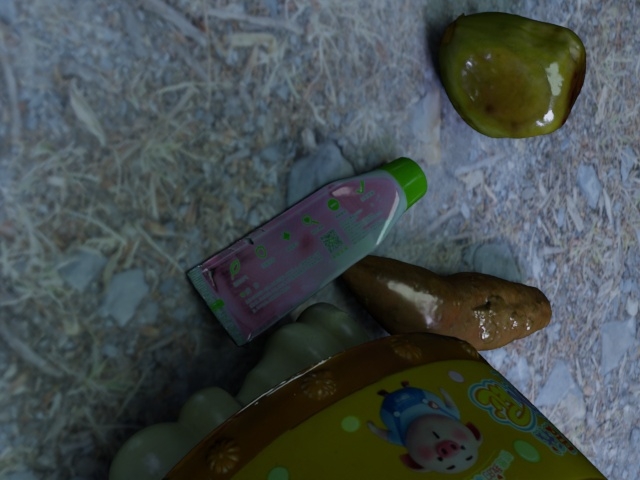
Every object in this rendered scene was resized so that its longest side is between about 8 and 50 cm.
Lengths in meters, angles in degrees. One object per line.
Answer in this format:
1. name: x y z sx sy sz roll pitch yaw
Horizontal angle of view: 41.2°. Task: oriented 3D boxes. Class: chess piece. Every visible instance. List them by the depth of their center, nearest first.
1. chess piece: -0.070 0.173 0.756 0.251 0.144 0.144 -27 114 -28

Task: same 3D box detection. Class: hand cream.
1. hand cream: 0.001 0.000 0.833 0.275 0.079 0.050 -34 152 -31

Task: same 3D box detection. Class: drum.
1. drum: 0.050 0.294 0.703 0.431 0.214 0.431 -24 139 -23

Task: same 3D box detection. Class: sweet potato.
1. sweet potato: 0.152 0.081 0.951 0.354 0.095 0.106 14 51 -37

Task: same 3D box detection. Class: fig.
1. fig: 0.204 -0.182 0.928 0.165 0.144 0.154 17 50 -21
